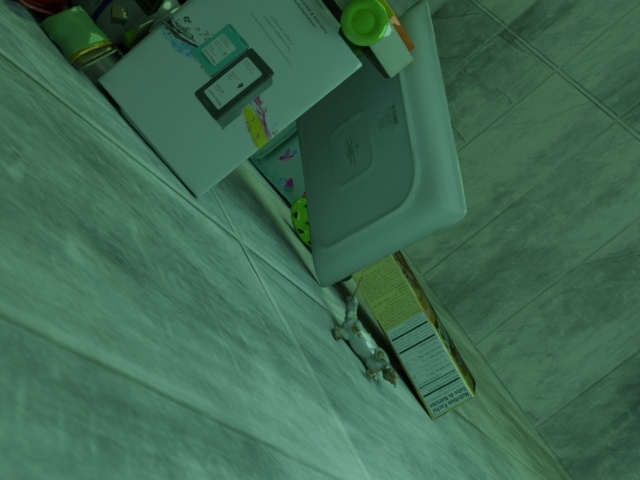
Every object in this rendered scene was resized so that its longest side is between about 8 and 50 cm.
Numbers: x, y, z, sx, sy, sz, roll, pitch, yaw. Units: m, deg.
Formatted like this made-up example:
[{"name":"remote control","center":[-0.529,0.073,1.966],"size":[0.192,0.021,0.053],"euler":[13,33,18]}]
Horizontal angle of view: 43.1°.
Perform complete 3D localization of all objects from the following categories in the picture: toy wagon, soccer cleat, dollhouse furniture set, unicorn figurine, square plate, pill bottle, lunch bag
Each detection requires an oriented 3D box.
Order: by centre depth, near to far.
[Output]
[{"name":"dollhouse furniture set","center":[-0.253,-0.274,0.984],"size":[0.076,0.151,0.058],"euler":[52,-34,-2]},{"name":"toy wagon","center":[-0.004,-0.358,1.058],"size":[0.344,0.068,0.267],"euler":[51,7,-8]},{"name":"unicorn figurine","center":[0.060,0.141,1.185],"size":[0.111,0.060,0.162],"euler":[-5,72,-81]},{"name":"pill bottle","center":[-0.306,-0.390,1.201],"size":[0.272,0.152,0.152],"euler":[49,8,-9]},{"name":"square plate","center":[0.065,-0.140,1.243],"size":[0.049,0.344,0.347],"euler":[6,68,-34]},{"name":"soccer cleat","center":[0.000,0.000,1.496],"size":[0.179,0.060,0.072],"euler":[56,-3,-8]},{"name":"lunch bag","center":[-0.032,-0.211,1.650],"size":[0.262,0.223,0.160],"euler":[49,13,-5]}]

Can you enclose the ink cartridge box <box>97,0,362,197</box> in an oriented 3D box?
[{"name":"ink cartridge box","center":[-0.114,-0.225,1.079],"size":[0.197,0.270,0.198],"euler":[50,8,-11]}]

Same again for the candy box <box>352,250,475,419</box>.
[{"name":"candy box","center":[0.160,0.144,1.434],"size":[0.316,0.087,0.183],"euler":[60,9,7]}]

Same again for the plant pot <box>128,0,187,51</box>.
[{"name":"plant pot","center":[-0.185,-0.380,1.435],"size":[0.323,0.323,0.280],"euler":[51,-8,7]}]

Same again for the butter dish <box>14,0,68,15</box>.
[{"name":"butter dish","center":[-0.341,-0.357,0.969],"size":[0.160,0.118,0.160],"euler":[51,7,-3]}]
